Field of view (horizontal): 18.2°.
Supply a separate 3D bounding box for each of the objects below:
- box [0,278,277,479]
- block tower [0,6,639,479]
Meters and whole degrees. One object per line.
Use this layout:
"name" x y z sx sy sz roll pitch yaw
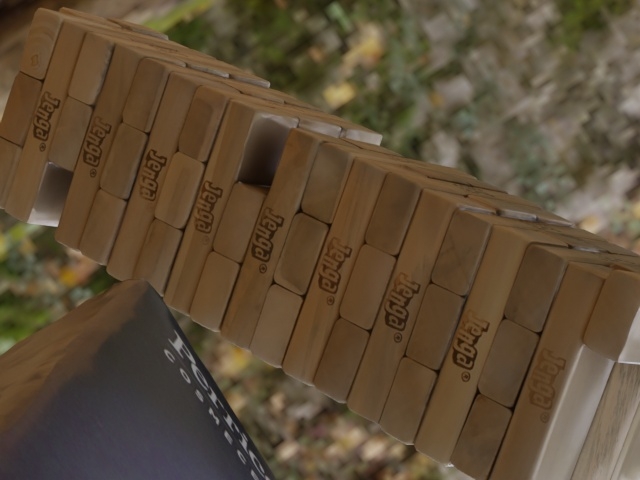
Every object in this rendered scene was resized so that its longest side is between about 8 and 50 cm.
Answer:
"box" -0.050 0.193 0.381 0.182 0.296 0.294 -31 -174 9
"block tower" 0.000 0.000 0.805 0.335 0.097 0.091 25 -169 36
